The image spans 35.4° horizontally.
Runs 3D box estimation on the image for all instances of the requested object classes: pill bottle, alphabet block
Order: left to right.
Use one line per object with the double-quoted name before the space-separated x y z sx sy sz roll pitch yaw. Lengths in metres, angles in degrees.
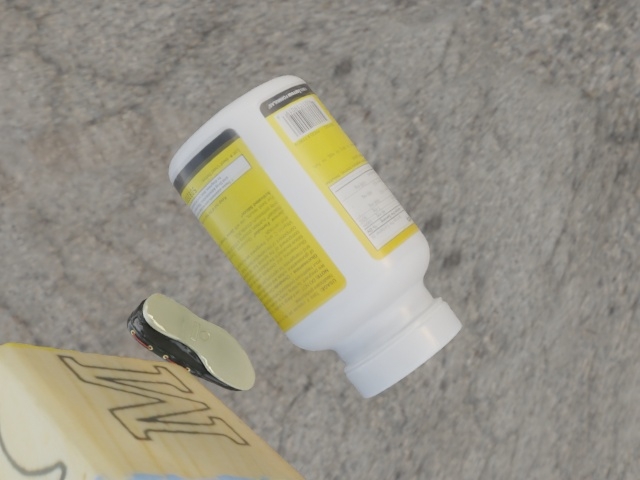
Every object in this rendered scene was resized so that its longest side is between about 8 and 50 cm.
"alphabet block" -0.159 0.211 0.760 0.197 0.193 0.192 33 101 43
"pill bottle" 0.000 0.000 0.605 0.103 0.103 0.184 -38 87 30

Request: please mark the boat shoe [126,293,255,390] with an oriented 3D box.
"boat shoe" -0.118 0.099 0.930 0.133 0.049 0.042 37 131 -21
